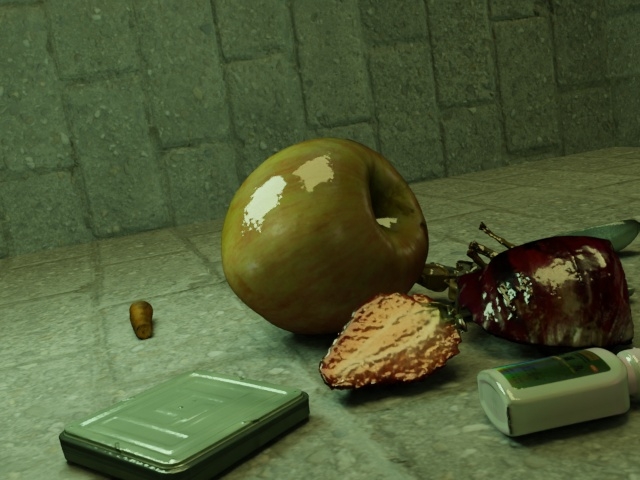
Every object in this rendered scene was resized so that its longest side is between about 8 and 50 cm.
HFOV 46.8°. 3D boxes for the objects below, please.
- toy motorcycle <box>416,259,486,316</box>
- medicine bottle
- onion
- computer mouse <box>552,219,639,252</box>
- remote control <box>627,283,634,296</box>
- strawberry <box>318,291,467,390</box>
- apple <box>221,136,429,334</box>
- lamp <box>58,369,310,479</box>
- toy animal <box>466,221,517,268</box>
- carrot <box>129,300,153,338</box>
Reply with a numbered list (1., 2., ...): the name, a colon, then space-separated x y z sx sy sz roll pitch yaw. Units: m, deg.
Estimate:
1. toy motorcycle: 0.268 0.089 1.463 0.130 0.093 0.229 -15 25 -41
2. medicine bottle: 0.322 0.188 0.949 0.219 0.078 0.115 -10 9 -8
3. onion: 0.375 0.065 1.240 0.280 0.146 0.314 2 24 8
4. computer mouse: 0.631 0.006 1.725 0.229 0.068 0.113 -15 -12 30
5. remote control: 0.490 0.112 1.382 0.184 0.027 0.050 -12 3 5
6. strawberry: 0.112 0.173 1.166 0.236 0.106 0.175 -9 47 -1
7. apple: 0.000 0.000 1.438 0.347 0.391 0.391 -30 -1 30
8. lamp: -0.190 0.259 1.050 0.269 0.047 0.267 1 12 40
9. toy animal: 0.412 0.037 1.476 0.276 0.054 0.149 11 35 -14
10. carrot: -0.399 0.179 1.650 0.055 0.055 0.161 -10 18 -12
